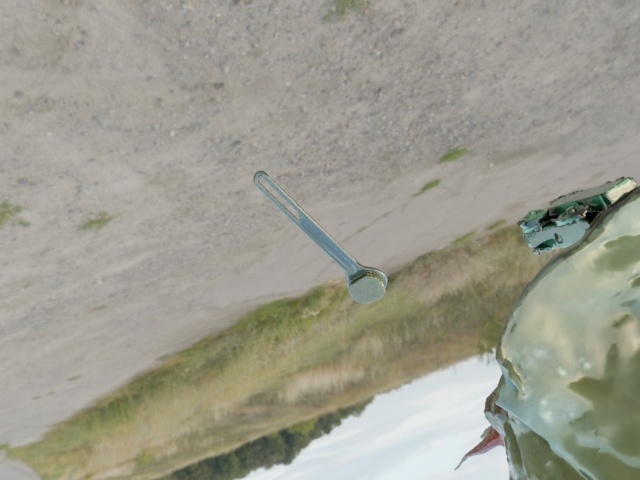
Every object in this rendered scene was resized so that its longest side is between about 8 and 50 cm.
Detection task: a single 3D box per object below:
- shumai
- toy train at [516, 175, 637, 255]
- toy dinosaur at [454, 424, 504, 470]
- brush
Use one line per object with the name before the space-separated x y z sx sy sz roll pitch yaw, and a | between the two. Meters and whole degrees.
shumai | 0.221 0.134 0.340 0.292 0.288 0.330 -3 -144 48
toy train | 0.506 -0.039 1.057 0.154 0.115 0.269 -32 179 -9
toy dinosaur | 0.354 0.385 1.055 0.242 0.053 0.167 -35 153 8
brush | 0.000 0.000 0.764 0.062 0.266 0.027 -35 -156 27
